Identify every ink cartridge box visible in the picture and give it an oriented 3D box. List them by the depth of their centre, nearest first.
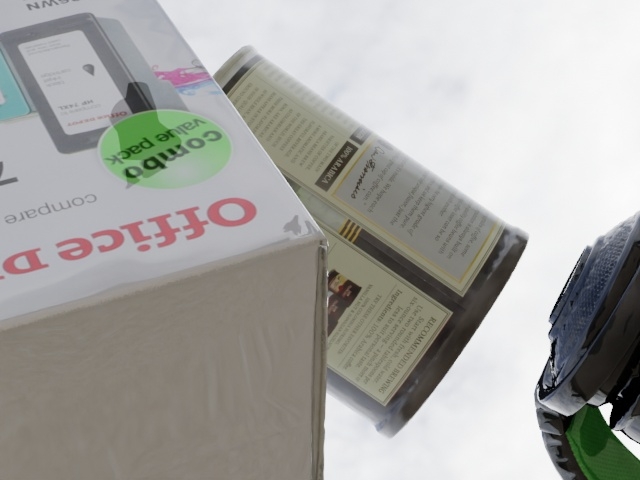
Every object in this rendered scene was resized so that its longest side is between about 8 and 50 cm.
[{"bbox_3d":[-0.139,0.018,0.687,0.198,0.270,0.197,-16,-47,-20],"label":"ink cartridge box"}]

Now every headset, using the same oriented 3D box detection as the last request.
[{"bbox_3d":[0.244,0.037,0.836,0.394,0.243,0.185,80,-149,-45],"label":"headset"}]

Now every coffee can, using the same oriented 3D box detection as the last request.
[{"bbox_3d":[0.000,0.000,1.279,0.275,0.201,0.201,35,-94,2],"label":"coffee can"}]
